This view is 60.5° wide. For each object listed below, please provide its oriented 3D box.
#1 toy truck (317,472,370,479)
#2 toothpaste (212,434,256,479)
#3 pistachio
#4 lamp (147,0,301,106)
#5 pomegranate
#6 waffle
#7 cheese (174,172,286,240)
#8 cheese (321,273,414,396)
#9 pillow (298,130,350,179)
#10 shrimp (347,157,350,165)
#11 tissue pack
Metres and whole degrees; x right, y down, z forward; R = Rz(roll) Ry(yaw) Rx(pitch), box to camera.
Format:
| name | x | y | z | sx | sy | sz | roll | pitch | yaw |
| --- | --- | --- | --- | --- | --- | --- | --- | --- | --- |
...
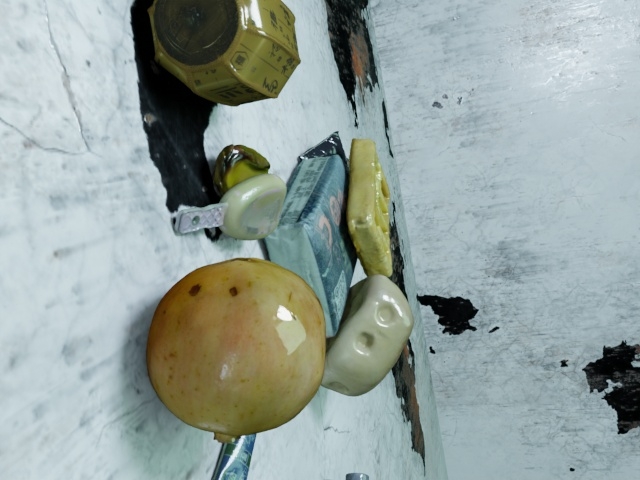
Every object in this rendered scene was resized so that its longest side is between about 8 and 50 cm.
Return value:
| name | x | y | z | sx | sy | sz | roll | pitch | yaw |
| --- | --- | --- | --- | --- | --- | --- | --- | --- | --- |
| toy truck | 0.038 | 0.456 | 0.899 | 0.253 | 0.124 | 0.114 | 63 | 25 | -52 |
| toothpaste | -0.100 | 0.251 | 0.689 | 0.057 | 0.035 | 0.197 | 51 | 33 | -32 |
| pistachio | -0.109 | -0.083 | 0.783 | 0.089 | 0.049 | 0.173 | -57 | 154 | -17 |
| lamp | -0.112 | -0.250 | 0.679 | 0.185 | 0.162 | 0.161 | -30 | 111 | -73 |
| pomegranate | -0.079 | 0.109 | 0.565 | 0.191 | 0.192 | 0.191 | -8 | 90 | -74 |
| waffle | 0.098 | -0.069 | 1.094 | 0.274 | 0.057 | 0.168 | -84 | 159 | -44 |
| cheese | -0.115 | -0.036 | 0.710 | 0.192 | 0.038 | 0.096 | -18 | 128 | -57 |
| cheese | 0.076 | 0.174 | 1.024 | 0.117 | 0.235 | 0.218 | 33 | 13 | -10 |
| pillow | 0.025 | -0.122 | 1.209 | 0.141 | 0.055 | 0.208 | -45 | 130 | -39 |
| shrimp | 0.057 | -0.150 | 1.380 | 0.145 | 0.059 | 0.254 | 62 | 28 | -26 |
| tissue pack | 0.000 | 0.000 | 1.025 | 0.315 | 0.103 | 0.227 | -69 | 150 | -58 |
